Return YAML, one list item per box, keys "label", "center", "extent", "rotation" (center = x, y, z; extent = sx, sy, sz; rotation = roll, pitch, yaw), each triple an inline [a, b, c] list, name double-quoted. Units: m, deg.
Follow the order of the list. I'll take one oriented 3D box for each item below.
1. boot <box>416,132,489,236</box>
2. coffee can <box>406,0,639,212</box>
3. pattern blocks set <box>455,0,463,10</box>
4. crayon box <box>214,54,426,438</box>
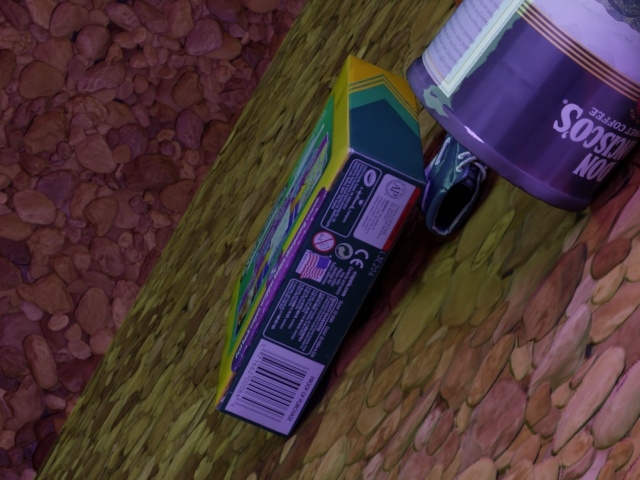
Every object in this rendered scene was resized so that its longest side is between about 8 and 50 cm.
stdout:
- label: "boot"
  center: [0.167, -0.094, 1.609]
  extent: [0.190, 0.069, 0.086]
  rotation: [-63, 16, 19]
- label: "coffee can"
  center: [0.233, -0.192, 1.279]
  extent: [0.275, 0.201, 0.201]
  rotation: [-53, 14, 21]
- label: "pattern blocks set"
  center: [0.216, -0.362, 1.643]
  extent: [0.285, 0.026, 0.325]
  rotation: [-58, -31, -15]
- label: "crayon box"
  center: [0.000, 0.000, 1.788]
  extent: [0.313, 0.106, 0.363]
  rotation: [-85, 21, -64]
